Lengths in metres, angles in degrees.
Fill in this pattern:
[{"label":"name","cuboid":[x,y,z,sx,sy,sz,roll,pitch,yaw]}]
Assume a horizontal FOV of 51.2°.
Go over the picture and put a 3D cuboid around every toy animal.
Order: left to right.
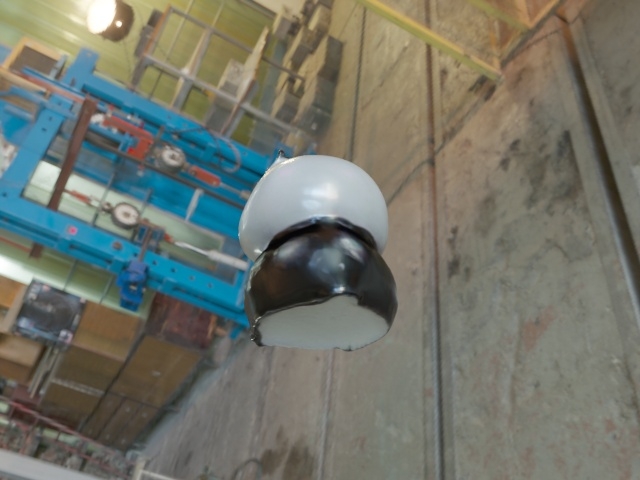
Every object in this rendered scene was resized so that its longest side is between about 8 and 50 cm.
[{"label":"toy animal","cuboid":[-0.002,0.007,0.807,0.165,0.187,0.235,120,151,-49]}]
